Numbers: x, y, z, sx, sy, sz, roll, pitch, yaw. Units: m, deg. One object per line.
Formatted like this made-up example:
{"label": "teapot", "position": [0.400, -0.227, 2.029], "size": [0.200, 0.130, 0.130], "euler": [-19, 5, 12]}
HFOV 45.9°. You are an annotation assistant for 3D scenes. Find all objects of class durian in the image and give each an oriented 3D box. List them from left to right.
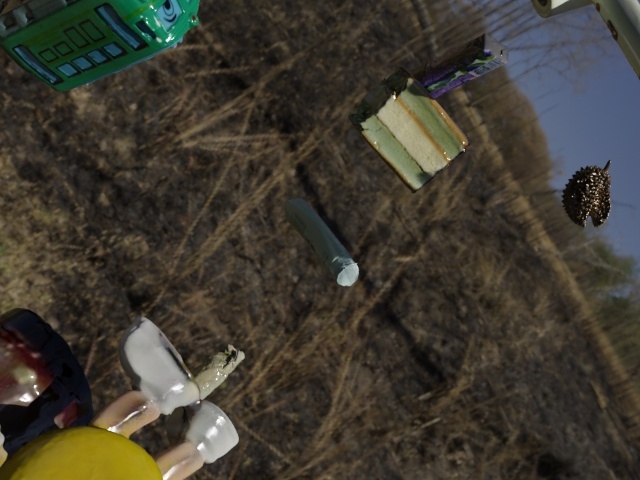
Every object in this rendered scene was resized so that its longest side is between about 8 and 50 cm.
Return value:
{"label": "durian", "position": [0.510, -0.093, 1.448], "size": [0.071, 0.140, 0.110], "euler": [3, 26, -37]}

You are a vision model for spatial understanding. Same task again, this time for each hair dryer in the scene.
{"label": "hair dryer", "position": [0.495, -0.376, 1.252], "size": [0.128, 0.203, 0.362], "euler": [71, 3, -60]}

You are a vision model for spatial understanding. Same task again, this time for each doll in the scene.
{"label": "doll", "position": [-0.268, 0.278, 0.868], "size": [0.423, 0.161, 0.348], "euler": [-10, 73, -44]}

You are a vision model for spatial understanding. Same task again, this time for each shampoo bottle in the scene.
{"label": "shampoo bottle", "position": [0.000, 0.000, 1.429], "size": [0.212, 0.049, 0.072], "euler": [51, -34, 39]}

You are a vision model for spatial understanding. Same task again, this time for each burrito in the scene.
{"label": "burrito", "position": [-0.235, 0.280, 1.525], "size": [0.058, 0.188, 0.045], "euler": [42, -19, 19]}

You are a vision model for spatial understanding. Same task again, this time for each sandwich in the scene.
{"label": "sandwich", "position": [0.171, -0.232, 1.516], "size": [0.198, 0.155, 0.227], "euler": [47, 12, -10]}

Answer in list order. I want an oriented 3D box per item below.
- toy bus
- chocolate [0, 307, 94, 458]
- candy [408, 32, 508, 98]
{"label": "toy bus", "position": [-0.364, -0.380, 1.248], "size": [0.199, 0.344, 0.183], "euler": [52, 43, -35]}
{"label": "chocolate", "position": [-0.466, 0.279, 1.047], "size": [0.225, 0.340, 0.210], "euler": [26, 34, 22]}
{"label": "candy", "position": [0.305, -0.407, 1.832], "size": [0.088, 0.312, 0.061], "euler": [17, 67, -37]}
